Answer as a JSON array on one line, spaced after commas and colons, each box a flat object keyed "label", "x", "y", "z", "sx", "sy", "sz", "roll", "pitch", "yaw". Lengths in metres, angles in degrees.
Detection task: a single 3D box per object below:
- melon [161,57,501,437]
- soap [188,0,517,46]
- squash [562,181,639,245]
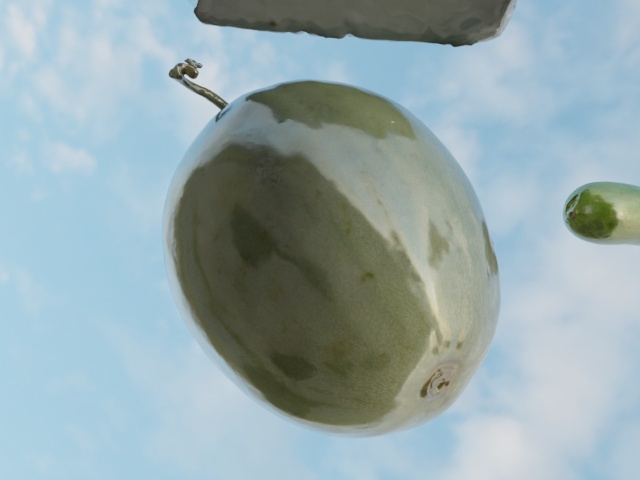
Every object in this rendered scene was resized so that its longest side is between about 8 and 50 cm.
[{"label": "melon", "x": 0.005, "y": 0.011, "z": 0.949, "sx": 0.271, "sy": 0.308, "sz": 0.272, "roll": -3, "pitch": -43, "yaw": -3}, {"label": "soap", "x": 0.026, "y": -0.347, "z": 1.118, "sx": 0.350, "sy": 0.435, "sz": 0.213, "roll": 6, "pitch": -64, "yaw": 4}, {"label": "squash", "x": 0.335, "y": -0.024, "z": 1.254, "sx": 0.066, "sy": 0.201, "sz": 0.066, "roll": -14, "pitch": -107, "yaw": 57}]
